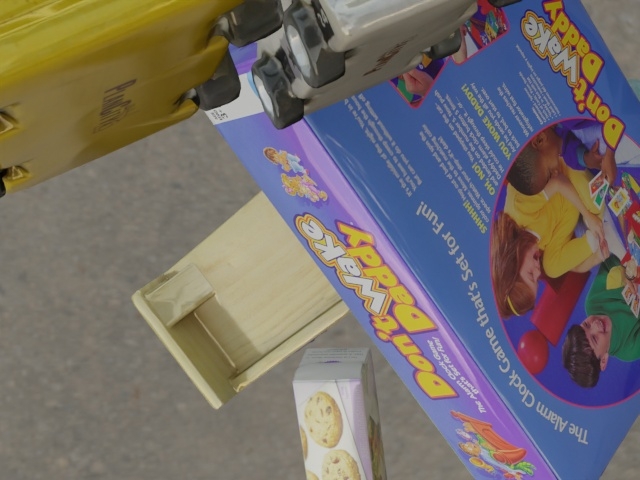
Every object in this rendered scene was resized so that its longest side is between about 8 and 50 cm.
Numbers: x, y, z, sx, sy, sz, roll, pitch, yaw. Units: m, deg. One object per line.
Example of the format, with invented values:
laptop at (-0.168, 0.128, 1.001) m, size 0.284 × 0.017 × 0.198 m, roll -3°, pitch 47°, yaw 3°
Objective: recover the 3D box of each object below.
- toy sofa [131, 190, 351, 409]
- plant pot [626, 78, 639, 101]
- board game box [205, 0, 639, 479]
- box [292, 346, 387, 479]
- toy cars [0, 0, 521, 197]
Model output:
toy sofa at (0.000, 0.000, 1.253) m, size 0.362 × 0.177 × 0.150 m, roll -38°, pitch 89°, yaw 37°
plant pot at (0.248, -0.008, 1.292) m, size 0.248 × 0.252 × 0.247 m, roll 119°, pitch 146°, yaw -44°
board game box at (0.106, -0.036, 0.812) m, size 0.078 × 0.233 × 0.347 m, roll -7°, pitch 125°, yaw 52°
box at (0.029, 0.253, 1.199) m, size 0.067 × 0.063 × 0.324 m, roll -1°, pitch 113°, yaw 12°
toy cars at (-0.032, -0.094, 0.482) m, size 0.176 × 0.393 × 0.087 m, roll -24°, pitch 90°, yaw 29°
